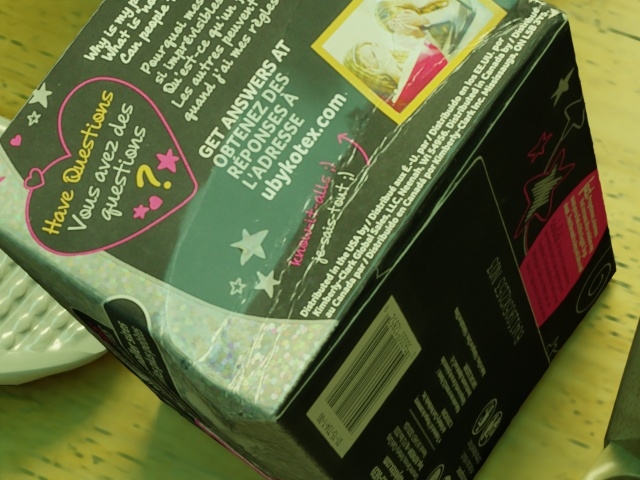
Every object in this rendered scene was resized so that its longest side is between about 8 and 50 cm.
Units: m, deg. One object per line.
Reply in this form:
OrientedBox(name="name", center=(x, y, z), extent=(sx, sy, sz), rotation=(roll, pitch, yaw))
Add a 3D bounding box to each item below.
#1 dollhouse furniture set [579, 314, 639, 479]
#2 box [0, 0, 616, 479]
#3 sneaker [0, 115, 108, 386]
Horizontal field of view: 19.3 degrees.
OrientedBox(name="dollhouse furniture set", center=(0.130, 0.131, 0.662), extent=(0.144, 0.123, 0.151), rotation=(33, 61, 20))
OrientedBox(name="box", center=(0.000, 0.000, 0.691), extent=(0.142, 0.247, 0.163), rotation=(32, 80, 22))
OrientedBox(name="sneaker", center=(-0.238, -0.002, 0.819), extent=(0.321, 0.127, 0.126), rotation=(9, 78, -11))
